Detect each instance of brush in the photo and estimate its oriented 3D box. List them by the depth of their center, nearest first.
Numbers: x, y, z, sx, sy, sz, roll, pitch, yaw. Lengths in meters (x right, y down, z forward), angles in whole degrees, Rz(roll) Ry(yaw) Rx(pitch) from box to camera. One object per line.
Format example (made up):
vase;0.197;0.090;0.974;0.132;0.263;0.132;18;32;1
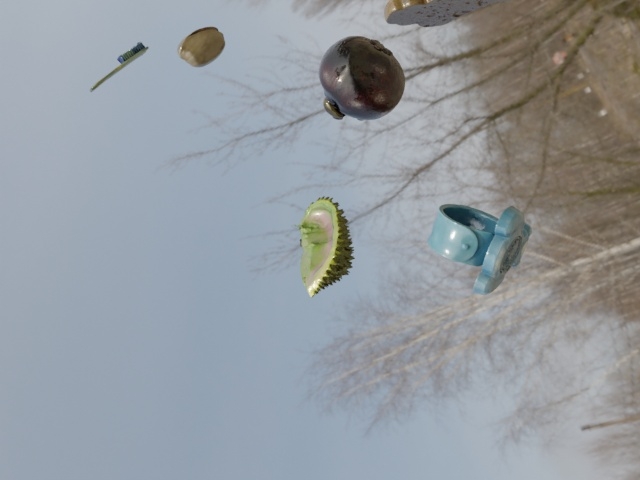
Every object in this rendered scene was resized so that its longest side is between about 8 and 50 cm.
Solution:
brush;-0.463;-0.399;1.519;0.178;0.033;0.030;-48;-63;-28

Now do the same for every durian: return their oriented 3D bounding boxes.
durian;0.008;-0.005;1.937;0.355;0.169;0.157;-104;0;-53

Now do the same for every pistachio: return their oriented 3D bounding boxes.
pistachio;-0.352;-0.574;1.971;0.113;0.149;0.113;43;165;14

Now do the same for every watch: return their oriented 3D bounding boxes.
watch;0.352;-0.006;1.514;0.193;0.211;0.211;29;-171;29

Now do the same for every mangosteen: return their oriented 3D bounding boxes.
mangosteen;0.127;-0.533;2.238;0.297;0.293;0.297;47;-170;-11

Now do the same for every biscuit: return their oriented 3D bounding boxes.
biscuit;0.308;-0.555;1.546;0.183;0.320;0.047;-6;-92;-69
